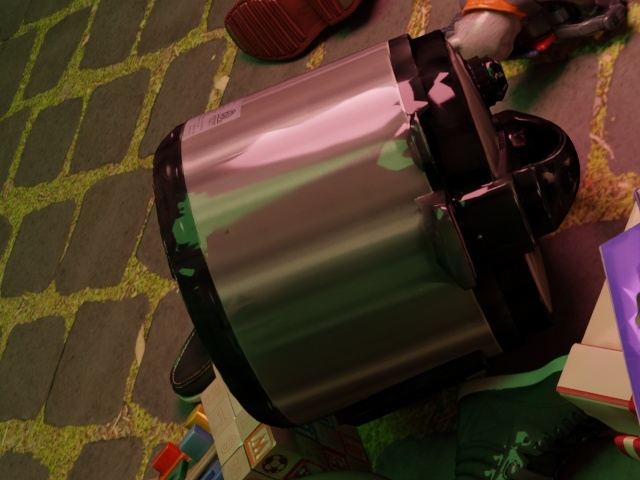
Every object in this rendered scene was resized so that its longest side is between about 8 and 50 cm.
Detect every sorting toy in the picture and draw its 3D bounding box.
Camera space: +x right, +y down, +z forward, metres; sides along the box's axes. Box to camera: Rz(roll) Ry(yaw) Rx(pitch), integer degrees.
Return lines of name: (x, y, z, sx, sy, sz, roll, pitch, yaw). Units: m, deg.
sorting toy: (-0.174, 0.277, 1.790, 0.196, 0.047, 0.347, -47, 10, 9)

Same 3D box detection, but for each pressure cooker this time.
pressure cooker: (0.073, -0.023, 1.474, 0.420, 0.375, 0.369, -21, 56, 8)

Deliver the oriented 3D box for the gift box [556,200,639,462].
gift box: (0.379, 0.097, 1.130, 0.276, 0.255, 0.258, 5, 68, 58)

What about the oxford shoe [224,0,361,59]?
oxford shoe: (-0.020, -0.382, 2.178, 0.348, 0.123, 0.130, -13, 30, 50)

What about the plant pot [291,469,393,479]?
plant pot: (-0.022, 0.379, 1.432, 0.284, 0.191, 0.284, -8, 75, 34)

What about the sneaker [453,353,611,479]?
sneaker: (0.241, 0.202, 1.379, 0.296, 0.105, 0.146, -23, 51, 51)

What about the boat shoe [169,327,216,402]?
boat shoe: (-0.127, 0.085, 1.941, 0.340, 0.113, 0.127, -47, 36, 21)

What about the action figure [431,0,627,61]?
action figure: (0.230, -0.346, 1.736, 0.341, 0.178, 0.330, -8, 50, 48)

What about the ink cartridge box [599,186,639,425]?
ink cartridge box: (0.306, 0.016, 1.043, 0.208, 0.045, 0.206, -32, 36, 25)

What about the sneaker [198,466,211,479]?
sneaker: (-0.143, 0.449, 1.686, 0.148, 0.131, 0.350, -41, 28, 25)

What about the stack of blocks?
stack of blocks: (-0.055, 0.207, 1.702, 0.087, 0.171, 0.297, -48, 35, 18)
